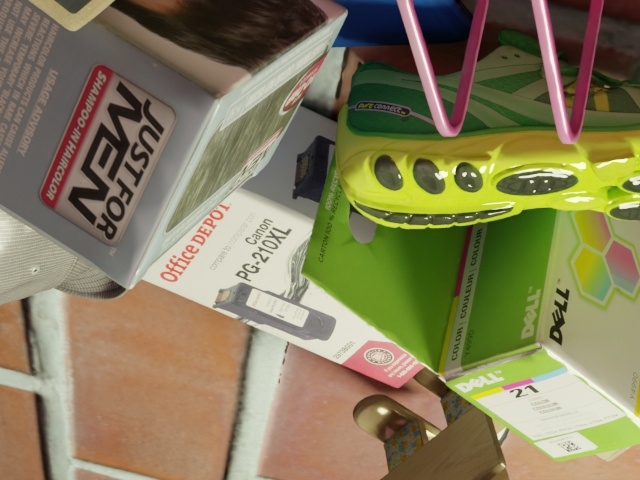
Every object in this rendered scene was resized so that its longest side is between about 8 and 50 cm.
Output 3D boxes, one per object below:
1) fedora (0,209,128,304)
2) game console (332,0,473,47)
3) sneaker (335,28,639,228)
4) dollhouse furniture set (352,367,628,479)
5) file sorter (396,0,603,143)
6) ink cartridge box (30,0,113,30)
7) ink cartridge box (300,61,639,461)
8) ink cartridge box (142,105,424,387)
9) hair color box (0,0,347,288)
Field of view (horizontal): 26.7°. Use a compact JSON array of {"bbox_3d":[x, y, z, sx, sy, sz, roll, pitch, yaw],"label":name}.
[{"bbox_3d":[-0.256,-0.029,0.996,0.243,0.124,0.275,35,140,10],"label":"fedora"},{"bbox_3d":[-0.071,-0.215,0.805,0.293,0.173,0.250,1,113,20],"label":"game console"},{"bbox_3d":[0.155,-0.080,0.841,0.295,0.123,0.109,-1,153,-10],"label":"sneaker"},{"bbox_3d":[0.118,0.161,1.125,0.161,0.212,0.242,35,115,-30],"label":"dollhouse furniture set"},{"bbox_3d":[0.188,-0.161,0.641,0.290,0.182,0.202,1,145,20],"label":"file sorter"},{"bbox_3d":[-0.059,-0.229,0.557,0.193,0.235,0.088,-32,128,29],"label":"ink cartridge box"},{"bbox_3d":[0.125,0.004,0.900,0.255,0.189,0.097,36,142,-28],"label":"ink cartridge box"},{"bbox_3d":[0.000,0.000,1.023,0.237,0.100,0.172,24,146,-12],"label":"ink cartridge box"},{"bbox_3d":[-0.192,-0.147,0.673,0.374,0.185,0.114,32,118,4],"label":"hair color box"}]
